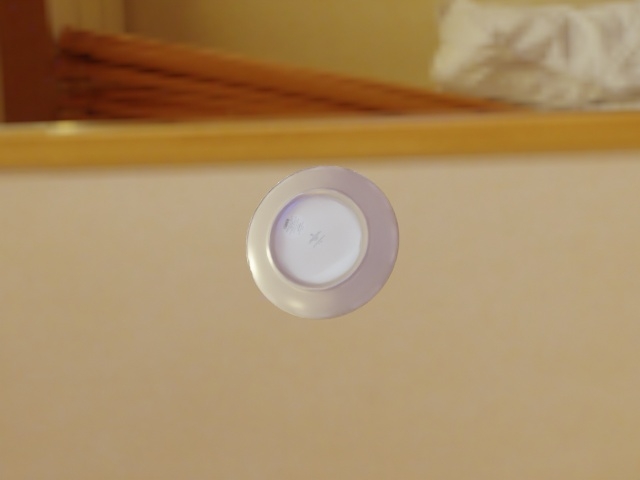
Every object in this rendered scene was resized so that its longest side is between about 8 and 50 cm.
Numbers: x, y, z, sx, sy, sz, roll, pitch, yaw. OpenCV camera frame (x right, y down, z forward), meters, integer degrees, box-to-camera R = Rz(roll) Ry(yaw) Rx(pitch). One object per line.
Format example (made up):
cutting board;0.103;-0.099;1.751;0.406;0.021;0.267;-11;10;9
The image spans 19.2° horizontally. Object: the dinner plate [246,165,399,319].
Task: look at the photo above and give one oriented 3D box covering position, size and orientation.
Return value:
dinner plate;0.000;0.000;1.684;0.017;0.141;0.141;43;-135;-70
